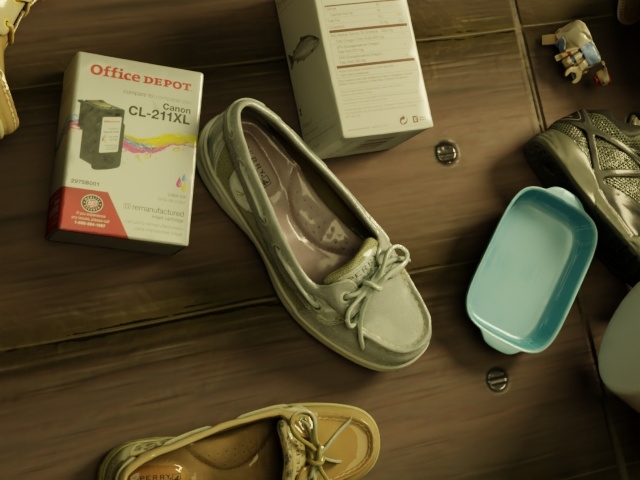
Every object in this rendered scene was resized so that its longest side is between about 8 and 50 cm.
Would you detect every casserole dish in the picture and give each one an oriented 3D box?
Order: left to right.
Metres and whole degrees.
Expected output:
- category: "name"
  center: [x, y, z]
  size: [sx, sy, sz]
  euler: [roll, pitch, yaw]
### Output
- category: "casserole dish"
  center: [0.221, 0.032, 1.424]
  size: [0.114, 0.037, 0.188]
  euler: [28, 80, -13]

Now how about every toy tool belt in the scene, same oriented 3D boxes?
- category: "toy tool belt"
  center: [0.287, -0.203, 1.500]
  size: [0.051, 0.052, 0.083]
  euler: [-26, 87, 9]

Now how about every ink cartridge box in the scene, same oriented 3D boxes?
- category: "ink cartridge box"
  center: [-0.188, -0.082, 1.280]
  size: [0.127, 0.072, 0.175]
  euler: [7, 79, -19]

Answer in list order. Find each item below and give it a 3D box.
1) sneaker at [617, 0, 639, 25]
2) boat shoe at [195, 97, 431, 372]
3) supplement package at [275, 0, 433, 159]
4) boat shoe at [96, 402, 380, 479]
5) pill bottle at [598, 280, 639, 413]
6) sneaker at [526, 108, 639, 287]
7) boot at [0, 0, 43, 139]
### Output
- category: "sneaker"
  center: [0.358, -0.314, 1.550]
  size: [0.042, 0.067, 0.118]
  euler: [2, 110, -23]
- category: "boat shoe"
  center: [0.001, -0.003, 1.321]
  size: [0.118, 0.103, 0.320]
  euler: [-39, 95, -22]
- category: "supplement package"
  center: [0.032, -0.185, 1.364]
  size: [0.105, 0.105, 0.179]
  euler: [-9, 84, -22]
- category: "boat shoe"
  center: [-0.065, 0.215, 1.265]
  size: [0.285, 0.089, 0.104]
  euler: [-10, 84, -22]
- category: "pill bottle"
  center: [0.482, 0.181, 1.403]
  size: [0.361, 0.204, 0.204]
  euler: [35, 70, -18]
- category: "sneaker"
  center: [0.341, -0.051, 1.467]
  size: [0.130, 0.087, 0.227]
  euler: [-35, 89, -16]
- category: "boot"
  center: [-0.272, -0.236, 1.267]
  size: [0.203, 0.095, 0.262]
  euler: [-16, 83, -24]
